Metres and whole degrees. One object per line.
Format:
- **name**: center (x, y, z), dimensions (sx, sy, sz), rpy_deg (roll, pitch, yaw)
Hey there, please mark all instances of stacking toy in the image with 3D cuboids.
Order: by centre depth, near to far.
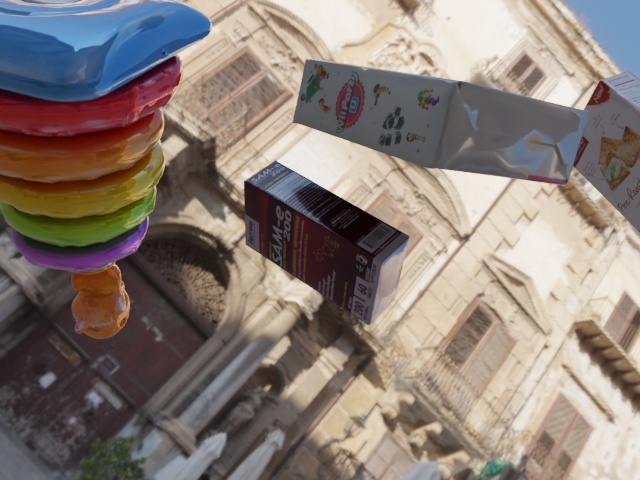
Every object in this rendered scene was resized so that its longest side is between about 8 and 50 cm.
- **stacking toy**: center (-0.188, -0.039, 0.469), dimensions (0.165, 0.175, 0.302), rpy_deg (15, -53, 11)

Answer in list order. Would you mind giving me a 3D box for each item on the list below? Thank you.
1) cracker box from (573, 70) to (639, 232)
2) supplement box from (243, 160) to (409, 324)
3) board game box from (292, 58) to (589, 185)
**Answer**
- **cracker box**: center (0.491, -0.123, 0.903), dimensions (0.232, 0.067, 0.156), rpy_deg (59, -23, 31)
- **supplement box**: center (0.000, 0.000, 0.844), dimensions (0.239, 0.073, 0.130), rpy_deg (31, -41, 25)
- **board game box**: center (0.137, -0.156, 0.759), dimensions (0.303, 0.223, 0.098), rpy_deg (33, -65, 54)
